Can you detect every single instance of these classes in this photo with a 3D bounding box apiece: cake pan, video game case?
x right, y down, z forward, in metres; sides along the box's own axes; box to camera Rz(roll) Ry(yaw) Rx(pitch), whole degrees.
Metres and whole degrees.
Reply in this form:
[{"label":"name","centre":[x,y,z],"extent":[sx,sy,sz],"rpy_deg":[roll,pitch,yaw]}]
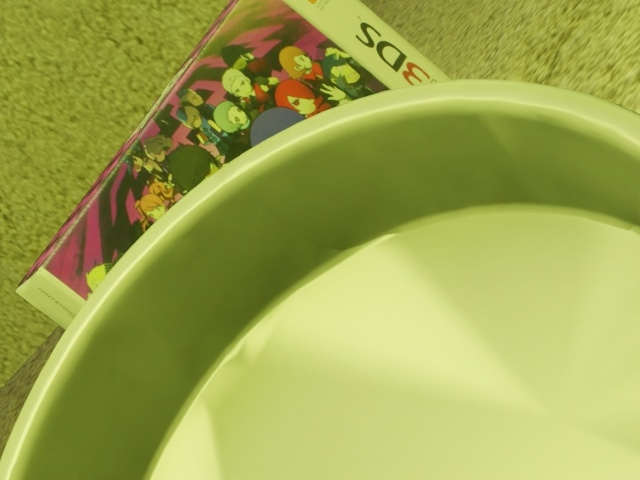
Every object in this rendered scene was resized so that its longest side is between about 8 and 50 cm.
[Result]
[{"label":"cake pan","centre":[0.022,0.093,0.585],"extent":[0.293,0.054,0.293],"rpy_deg":[-17,58,28]},{"label":"video game case","centre":[0.000,0.000,0.965],"extent":[0.232,0.210,0.042],"rpy_deg":[-56,12,-30]}]

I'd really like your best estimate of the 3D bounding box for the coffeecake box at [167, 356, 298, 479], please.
[{"label":"coffeecake box","centre":[-0.023,0.151,0.723],"extent":[0.185,0.142,0.068],"rpy_deg":[-50,10,2]}]
